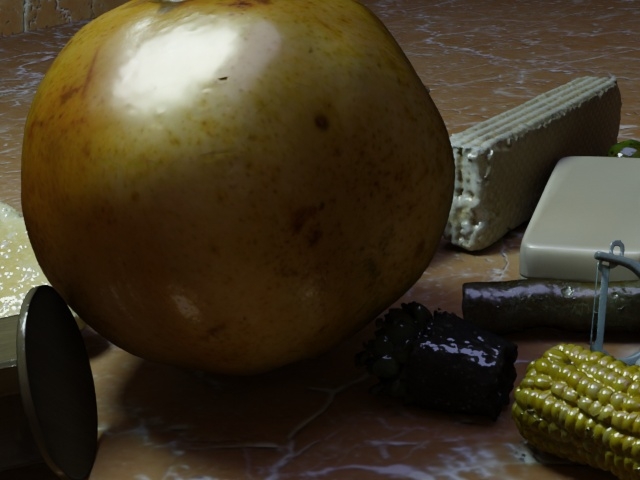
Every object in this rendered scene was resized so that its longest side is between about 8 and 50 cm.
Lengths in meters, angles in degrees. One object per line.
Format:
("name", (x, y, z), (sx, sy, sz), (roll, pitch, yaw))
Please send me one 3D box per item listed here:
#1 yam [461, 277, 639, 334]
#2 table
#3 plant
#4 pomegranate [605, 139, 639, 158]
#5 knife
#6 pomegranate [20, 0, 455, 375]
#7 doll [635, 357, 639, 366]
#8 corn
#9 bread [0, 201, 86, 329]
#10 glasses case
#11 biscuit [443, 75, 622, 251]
("yam", (0.271, 0.067, 1.132), (0.253, 0.061, 0.061), (-1, 21, 8))
("table", (-0.324, 0.141, 0.947), (0.227, 0.167, 0.167), (-12, 20, 5))
("plant", (0.103, 0.111, 1.017), (0.143, 0.092, 0.094), (15, 40, 28))
("pomegranate", (0.417, -0.102, 1.541), (0.085, 0.073, 0.073), (-12, 14, 34))
("knife", (0.396, 0.074, 1.065), (0.278, 0.123, 0.053), (7, -9, 8))
("pomegranate", (-0.069, -0.057, 1.067), (0.417, 0.416, 0.416), (-4, 21, 1))
("doll", (0.320, 0.125, 0.985), (0.113, 0.071, 0.135), (-27, 14, -18))
("corn", (0.269, 0.157, 0.847), (0.101, 0.101, 0.292), (-18, 26, -33))
("bread", (-0.390, 0.055, 1.179), (0.316, 0.054, 0.316), (-1, 39, 1))
("glasses case", (0.327, -0.016, 1.314), (0.144, 0.076, 0.336), (4, 22, 19))
("biscuit", (0.288, -0.112, 1.496), (0.079, 0.143, 0.426), (13, 25, 35))
